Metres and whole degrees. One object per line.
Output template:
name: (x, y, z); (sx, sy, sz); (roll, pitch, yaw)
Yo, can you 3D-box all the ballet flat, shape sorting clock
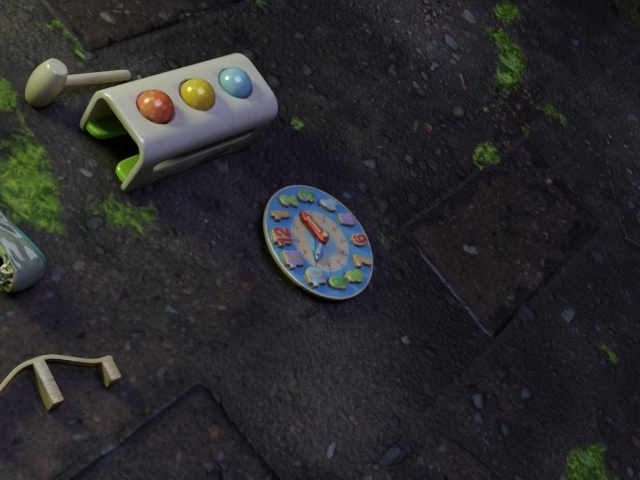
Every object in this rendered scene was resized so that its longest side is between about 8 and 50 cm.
ballet flat: (-0.427, -0.025, 1.152); (0.213, 0.072, 0.068); (49, 49, 3)
shape sorting clock: (0.000, 0.000, 1.459); (0.206, 0.040, 0.206); (18, 52, -25)

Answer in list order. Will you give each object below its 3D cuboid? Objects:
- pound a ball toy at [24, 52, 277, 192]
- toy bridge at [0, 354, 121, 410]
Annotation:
pound a ball toy: (-0.239, -0.214, 1.372); (0.319, 0.136, 0.208); (-26, 77, -44)
toy bridge: (-0.330, 0.171, 1.115); (0.188, 0.026, 0.063); (-19, 71, -42)
